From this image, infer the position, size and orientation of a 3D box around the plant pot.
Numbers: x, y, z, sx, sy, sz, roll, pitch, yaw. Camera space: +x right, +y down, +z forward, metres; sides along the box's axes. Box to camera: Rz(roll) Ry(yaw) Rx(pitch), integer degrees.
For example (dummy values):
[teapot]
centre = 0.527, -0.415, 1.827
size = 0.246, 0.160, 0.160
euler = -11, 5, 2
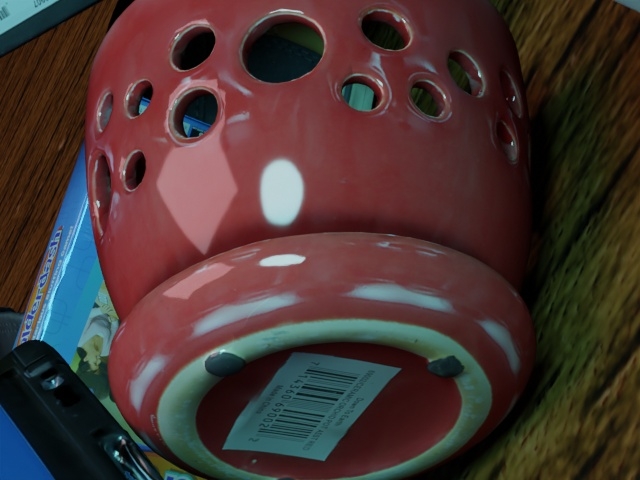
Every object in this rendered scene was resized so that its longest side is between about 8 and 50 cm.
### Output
[plant pot]
centre = 0.000, 0.000, 0.768
size = 0.191, 0.191, 0.174
euler = -49, 38, 44

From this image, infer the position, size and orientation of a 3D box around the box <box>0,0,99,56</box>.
[box]
centre = -0.080, -0.201, 0.975
size = 0.395, 0.097, 0.318
euler = -34, 13, -19

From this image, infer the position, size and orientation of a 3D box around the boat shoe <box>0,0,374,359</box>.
[boat shoe]
centre = -0.118, 0.090, 1.018
size = 0.187, 0.156, 0.500
euler = 6, 77, 67

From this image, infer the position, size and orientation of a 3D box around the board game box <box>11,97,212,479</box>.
[board game box]
centre = -0.064, 0.053, 0.905
size = 0.047, 0.160, 0.210
euler = -6, 64, 68

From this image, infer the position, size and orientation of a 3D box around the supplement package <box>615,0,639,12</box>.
[supplement package]
centre = 0.163, -0.209, 0.523
size = 0.262, 0.199, 0.198
euler = -43, 32, 50

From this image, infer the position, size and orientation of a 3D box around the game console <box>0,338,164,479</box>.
[game console]
centre = -0.114, 0.160, 0.685
size = 0.173, 0.250, 0.293
euler = -31, 28, -13
